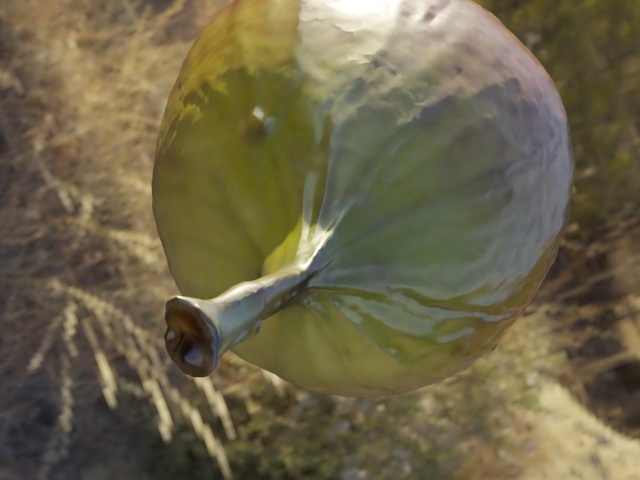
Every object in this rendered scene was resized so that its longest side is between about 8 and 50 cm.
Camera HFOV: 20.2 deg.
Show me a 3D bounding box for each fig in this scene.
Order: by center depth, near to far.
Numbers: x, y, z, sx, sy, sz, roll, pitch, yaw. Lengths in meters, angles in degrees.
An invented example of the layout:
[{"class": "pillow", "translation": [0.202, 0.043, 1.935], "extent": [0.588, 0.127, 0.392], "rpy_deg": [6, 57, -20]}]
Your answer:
[{"class": "fig", "translation": [-0.008, 0.001, 0.628], "extent": [0.160, 0.143, 0.231], "rpy_deg": [56, 48, -12]}]
